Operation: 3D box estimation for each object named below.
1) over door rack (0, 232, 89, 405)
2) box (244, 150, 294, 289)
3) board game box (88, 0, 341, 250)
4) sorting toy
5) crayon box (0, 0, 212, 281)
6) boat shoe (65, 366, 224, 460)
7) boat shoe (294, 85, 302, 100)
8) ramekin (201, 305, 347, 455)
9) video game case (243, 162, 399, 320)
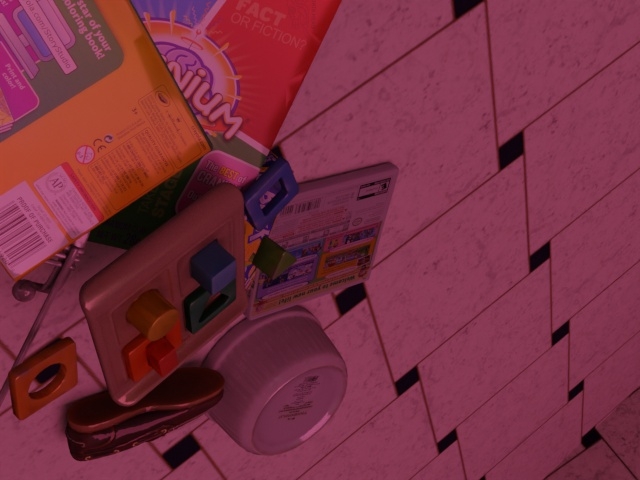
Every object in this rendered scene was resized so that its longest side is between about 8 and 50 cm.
[{"bbox_3d":[-0.365,0.075,0.752,0.239,0.108,0.324,17,104,-33],"label":"over door rack"},{"bbox_3d":[-0.093,-0.022,1.043,0.059,0.054,0.169,-5,126,-43],"label":"box"},{"bbox_3d":[-0.149,-0.142,0.809,0.242,0.064,0.317,14,114,-31],"label":"board game box"},{"bbox_3d":[-0.131,0.063,0.843,0.347,0.047,0.196,-40,153,-26],"label":"sorting toy"},{"bbox_3d":[-0.208,-0.132,0.568,0.165,0.081,0.278,-36,124,-13],"label":"crayon box"},{"bbox_3d":[-0.219,0.219,1.127,0.207,0.073,0.073,-12,123,-26],"label":"boat shoe"},{"bbox_3d":[-0.106,-0.106,0.940,0.076,0.080,0.228,26,111,-30],"label":"boat shoe"},{"bbox_3d":[-0.059,0.202,1.241,0.207,0.109,0.207,-26,139,-25],"label":"ramekin"},{"bbox_3d":[0.000,0.000,1.182,0.212,0.023,0.193,-17,134,-36],"label":"video game case"}]
